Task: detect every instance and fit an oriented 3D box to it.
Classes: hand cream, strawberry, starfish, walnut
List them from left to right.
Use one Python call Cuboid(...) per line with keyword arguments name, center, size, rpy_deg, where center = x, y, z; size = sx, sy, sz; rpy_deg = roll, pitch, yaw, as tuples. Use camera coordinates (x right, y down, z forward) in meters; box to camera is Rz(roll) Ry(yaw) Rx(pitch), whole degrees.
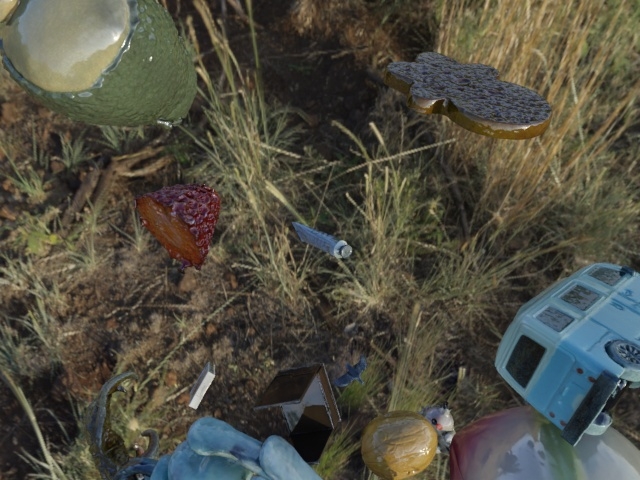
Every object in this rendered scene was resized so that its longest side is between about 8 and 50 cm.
Cuboid(name="starfish", center=(-0.261, 0.253, 0.676), size=(0.074, 0.190, 0.146), rpy_deg=(-21, 67, -34))
Cuboid(name="strawberry", center=(-0.317, -0.054, 1.286), size=(0.233, 0.234, 0.178), rpy_deg=(33, 55, 17))
Cuboid(name="hand cream", center=(0.000, 0.000, 1.712), size=(0.058, 0.091, 0.271), rpy_deg=(-43, 36, -19))
Cuboid(name="walnut", center=(0.224, 0.581, 1.498), size=(0.225, 0.193, 0.193), rpy_deg=(-21, 59, 6))

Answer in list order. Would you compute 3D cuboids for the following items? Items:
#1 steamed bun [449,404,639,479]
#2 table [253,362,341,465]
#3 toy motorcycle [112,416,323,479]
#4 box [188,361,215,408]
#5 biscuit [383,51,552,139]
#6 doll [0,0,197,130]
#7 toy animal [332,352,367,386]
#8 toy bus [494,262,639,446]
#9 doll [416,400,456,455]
Cuboid(name="steamed bun", center=(0.312, 0.376, 0.773), size=(0.308, 0.309, 0.310), rpy_deg=(1, 58, -2))
Cuboid(name="table", center=(-0.076, 0.628, 1.893), size=(0.196, 0.282, 0.251), rpy_deg=(-13, 99, 18))
Cuboid(name="toy motorcycle", center=(-0.064, 0.281, 0.494), size=(0.260, 0.206, 0.154), rpy_deg=(48, 28, -6))
Cuboid(name="box", center=(-0.354, 0.429, 1.564), size=(0.029, 0.198, 0.109), rpy_deg=(31, 80, -8))
Cuboid(name="biscuit", center=(0.198, -0.197, 0.713), size=(0.179, 0.039, 0.236), rpy_deg=(-25, 48, -32))
Cuboid(name="doll", center=(-0.324, -0.297, 0.826), size=(0.247, 0.349, 0.248), rpy_deg=(0, 90, 14))
Cuboid(name="toy animal", center=(0.066, 0.261, 1.011), size=(0.084, 0.028, 0.050), rpy_deg=(-44, 92, -11))
Cuboid(name="toy bus", center=(0.374, 0.130, 0.723), size=(0.271, 0.133, 0.164), rpy_deg=(-21, 45, -37))
Cuboid(name="doll", center=(0.408, 0.635, 1.763), size=(0.095, 0.149, 0.192), rpy_deg=(-20, 85, -32))
